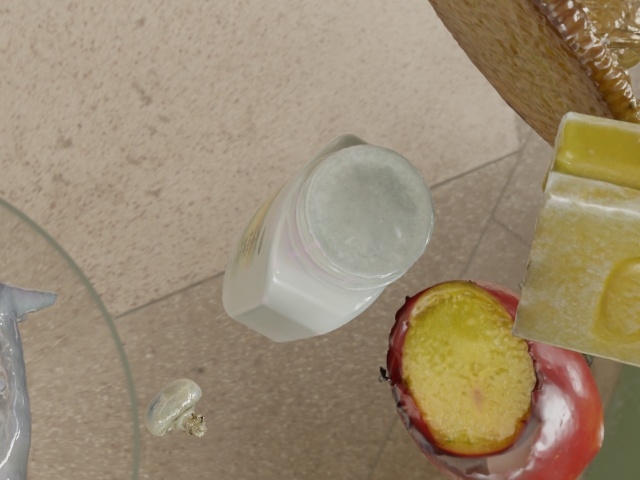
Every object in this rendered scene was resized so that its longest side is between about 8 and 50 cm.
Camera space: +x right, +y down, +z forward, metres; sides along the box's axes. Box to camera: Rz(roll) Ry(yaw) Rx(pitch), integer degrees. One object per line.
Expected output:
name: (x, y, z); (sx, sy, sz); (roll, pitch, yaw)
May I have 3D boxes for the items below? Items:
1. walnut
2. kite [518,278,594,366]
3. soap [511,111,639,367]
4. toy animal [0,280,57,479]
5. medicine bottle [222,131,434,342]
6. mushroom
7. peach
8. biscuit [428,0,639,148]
walnut: (0.330, -0.243, 1.152); (0.124, 0.105, 0.105); (12, 73, -6)
kite: (0.375, 0.115, 1.527); (0.013, 0.323, 0.268); (-7, 94, -14)
soap: (0.274, 0.022, 0.642); (0.274, 0.173, 0.089); (13, 51, 12)
toy animal: (-0.134, 0.098, 0.334); (0.081, 0.367, 0.206); (4, 62, -10)
medicine bottle: (0.000, 0.000, 0.927); (0.124, 0.324, 0.179); (31, 76, -10)
mushroom: (-0.180, 0.223, 1.268); (0.079, 0.085, 0.085); (44, 63, 2)
peach: (0.164, 0.142, 0.969); (0.226, 0.190, 0.196); (48, 63, -10)
biscuit: (0.166, -0.163, 0.803); (0.038, 0.305, 0.305); (-40, 99, 2)
